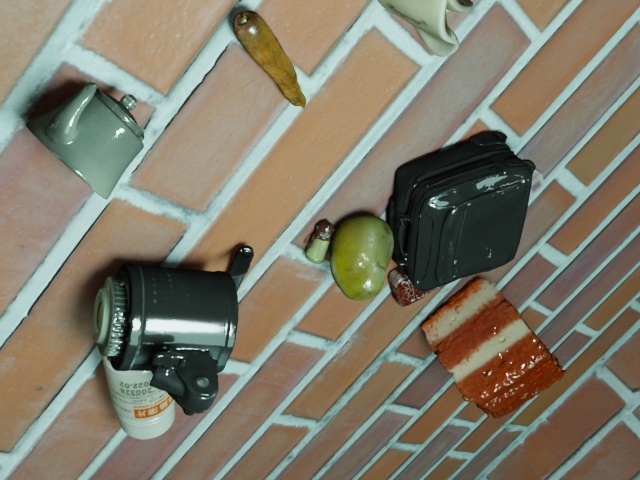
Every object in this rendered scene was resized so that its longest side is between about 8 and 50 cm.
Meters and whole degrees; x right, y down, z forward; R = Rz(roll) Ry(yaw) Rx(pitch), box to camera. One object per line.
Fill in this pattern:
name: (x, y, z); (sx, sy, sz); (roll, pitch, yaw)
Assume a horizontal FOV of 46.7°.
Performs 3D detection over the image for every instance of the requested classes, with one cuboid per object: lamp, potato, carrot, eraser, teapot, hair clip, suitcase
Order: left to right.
teapot: (-0.342, -0.170, 1.161); (0.149, 0.162, 0.239); (-48, 167, -6)
lamp: (-0.297, 0.143, 1.436); (0.272, 0.374, 0.205); (20, 127, -12)
carrot: (-0.081, -0.309, 1.287); (0.059, 0.059, 0.248); (-40, 145, 2)
potato: (0.094, 0.044, 1.670); (0.157, 0.193, 0.157); (-1, 151, -1)
hair clip: (0.182, -0.424, 1.308); (0.113, 0.172, 0.282); (-58, 150, 10)
suitcase: (0.322, -0.059, 1.768); (0.340, 0.188, 0.345); (-19, 140, -15)
eraser: (0.542, -0.138, 1.967); (0.105, 0.026, 0.065); (-39, 145, 1)

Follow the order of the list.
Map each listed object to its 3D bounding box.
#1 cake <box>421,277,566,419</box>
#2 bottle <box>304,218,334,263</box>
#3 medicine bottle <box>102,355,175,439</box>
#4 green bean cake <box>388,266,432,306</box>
cake: (0.490, 0.315, 2.144); (0.270, 0.319, 0.269); (-38, 144, 8)
bottle: (0.000, -0.001, 1.667); (0.063, 0.047, 0.101); (-61, 172, -62)
medicine bottle: (-0.384, 0.306, 1.591); (0.145, 0.144, 0.252); (-17, 138, -25)
green bean cake: (0.250, 0.105, 1.955); (0.136, 0.056, 0.135); (-31, 140, -9)
